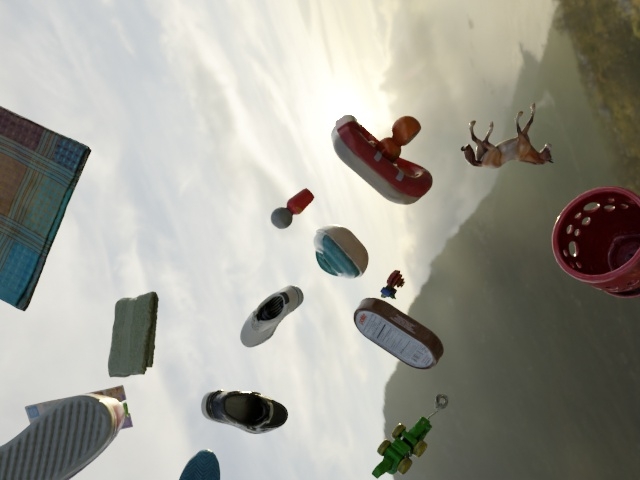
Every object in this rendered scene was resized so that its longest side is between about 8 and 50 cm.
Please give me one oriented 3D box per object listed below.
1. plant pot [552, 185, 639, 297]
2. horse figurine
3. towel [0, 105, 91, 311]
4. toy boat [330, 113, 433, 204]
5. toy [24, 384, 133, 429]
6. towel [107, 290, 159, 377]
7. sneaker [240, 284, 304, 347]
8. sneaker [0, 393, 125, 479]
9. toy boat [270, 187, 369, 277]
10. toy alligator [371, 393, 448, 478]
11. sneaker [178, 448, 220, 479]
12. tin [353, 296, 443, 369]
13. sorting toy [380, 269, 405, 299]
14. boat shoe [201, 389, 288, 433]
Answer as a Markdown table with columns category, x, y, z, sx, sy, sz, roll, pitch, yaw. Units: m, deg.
| category | x | y | z | sx | sy | sz | roll | pitch | yaw |
| --- | --- | --- | --- | --- | --- | --- | --- | --- | --- |
| plant pot | 0.578 | 0.011 | 1.241 | 0.174 | 0.191 | 0.191 | 23 | -137 | -36 |
| horse figurine | 0.492 | -0.257 | 1.720 | 0.066 | 0.263 | 0.174 | -114 | 7 | -55 |
| towel | -0.657 | -0.074 | 1.313 | 0.040 | 0.271 | 0.370 | -25 | -40 | -85 |
| toy boat | 0.140 | -0.182 | 1.271 | 0.231 | 0.151 | 0.151 | 38 | -161 | -21 |
| toy | -0.603 | 0.456 | 1.613 | 0.056 | 0.237 | 0.137 | -131 | 32 | -61 |
| towel | -0.328 | 0.165 | 1.120 | 0.027 | 0.110 | 0.148 | 29 | -124 | -48 |
| sneaker | -0.157 | 0.211 | 1.782 | 0.091 | 0.258 | 0.094 | -4 | -129 | -55 |
| sneaker | -0.367 | 0.287 | 0.789 | 0.102 | 0.282 | 0.161 | 61 | 169 | 6 |
| toy boat | 0.000 | 0.000 | 1.898 | 0.318 | 0.148 | 0.267 | 48 | 172 | 1 |
| toy alligator | 0.153 | 0.336 | 1.079 | 0.056 | 0.189 | 0.051 | 35 | 148 | 29 |
| sneaker | -0.257 | 0.538 | 1.309 | 0.092 | 0.087 | 0.229 | 172 | 109 | -81 |
| tin | 0.149 | 0.183 | 1.250 | 0.040 | 0.189 | 0.106 | -49 | -13 | -40 |
| sorting toy | 0.177 | 0.116 | 1.548 | 0.042 | 0.061 | 0.102 | 35 | 145 | 19 |
| boat shoe | -0.187 | 0.476 | 1.771 | 0.302 | 0.091 | 0.114 | 19 | -114 | -45 |
